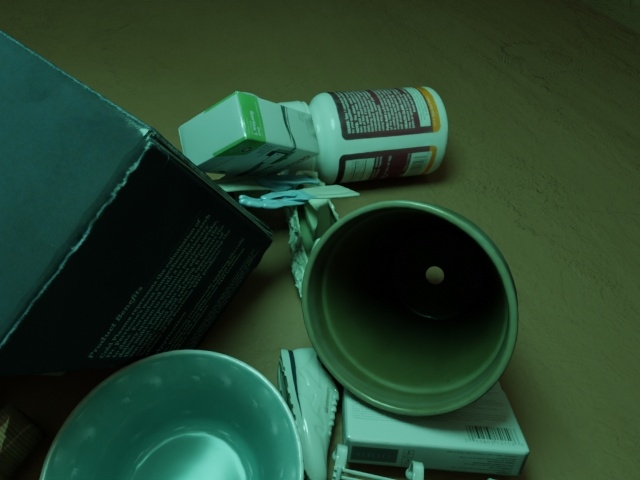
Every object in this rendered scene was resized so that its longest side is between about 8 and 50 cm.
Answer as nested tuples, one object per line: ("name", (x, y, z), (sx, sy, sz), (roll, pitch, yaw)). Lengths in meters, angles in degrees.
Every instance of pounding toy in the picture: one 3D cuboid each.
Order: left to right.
("pounding toy", (-0.217, -0.088, 1.074), (0.094, 0.206, 0.181), (57, 34, -13))

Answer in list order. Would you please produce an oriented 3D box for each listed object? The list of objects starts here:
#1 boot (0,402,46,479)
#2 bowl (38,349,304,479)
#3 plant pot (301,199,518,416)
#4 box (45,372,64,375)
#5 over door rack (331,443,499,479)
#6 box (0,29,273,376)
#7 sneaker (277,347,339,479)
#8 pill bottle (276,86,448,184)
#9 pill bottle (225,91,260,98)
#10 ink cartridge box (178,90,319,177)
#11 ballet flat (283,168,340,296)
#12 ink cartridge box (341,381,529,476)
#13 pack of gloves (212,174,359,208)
("boot", (-0.577, 0.294, 0.698), (0.283, 0.109, 0.220), (33, 55, 14))
("bowl", (-0.183, 0.324, 0.642), (0.311, 0.163, 0.311), (4, 50, -5))
("plant pot", (0.168, 0.084, 0.822), (0.323, 0.323, 0.280), (26, 17, 18))
("box", (-0.489, 0.135, 0.766), (0.103, 0.203, 0.114), (-47, 55, 10))
("over door rack", (0.099, 0.455, 0.610), (0.239, 0.108, 0.324), (11, 60, 4))
("box", (-0.384, -0.066, 0.710), (0.480, 0.472, 0.297), (33, 84, 14))
("sneaker", (-0.010, 0.275, 0.777), (0.095, 0.090, 0.235), (2, 47, -17))
("pill bottle", (0.092, -0.258, 1.200), (0.392, 0.224, 0.224), (-7, 47, -13))
("pill bottle", (-0.194, -0.258, 1.229), (0.136, 0.136, 0.246), (-2, 47, -8))
("ink cartridge box", (-0.129, -0.191, 0.923), (0.219, 0.160, 0.092), (-3, 77, -55))
("ballet flat", (0.000, 0.000, 1.003), (0.147, 0.147, 0.409), (-9, 48, -15))
("ink cartridge box", (0.174, 0.267, 0.819), (0.275, 0.060, 0.239), (5, 27, -1))
("pack of gloves", (-0.075, -0.084, 0.931), (0.232, 0.046, 0.195), (-10, 25, -32))
